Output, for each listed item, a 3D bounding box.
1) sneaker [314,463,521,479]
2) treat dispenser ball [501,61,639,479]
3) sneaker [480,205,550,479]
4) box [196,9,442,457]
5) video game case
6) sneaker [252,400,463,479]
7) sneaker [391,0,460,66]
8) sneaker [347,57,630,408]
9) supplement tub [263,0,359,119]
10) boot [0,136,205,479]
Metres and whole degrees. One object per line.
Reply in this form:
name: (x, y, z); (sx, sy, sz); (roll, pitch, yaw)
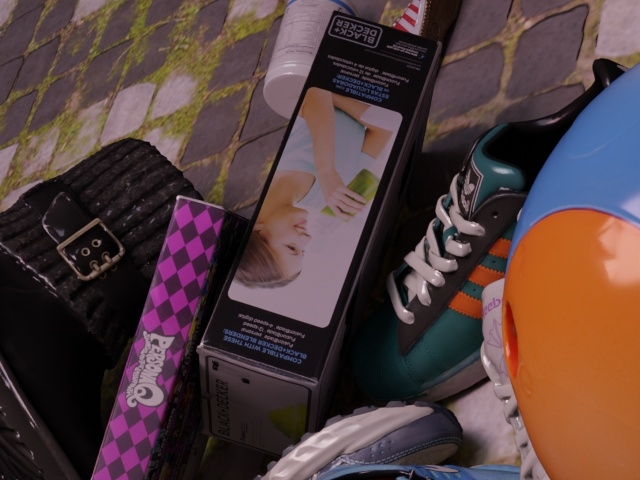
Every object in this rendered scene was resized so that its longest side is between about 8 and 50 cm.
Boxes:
sneaker: (0.067, 0.166, 1.004); (0.162, 0.073, 0.063); (-2, 79, 10)
treat dispenser ball: (0.229, 0.036, 0.775); (0.288, 0.288, 0.288); (-32, 37, 28)
sneaker: (0.139, 0.108, 0.941); (0.114, 0.152, 0.305); (-36, 32, 45)
box: (0.000, 0.000, 1.212); (0.169, 0.087, 0.290); (96, -167, -62)
video game case: (-0.099, 0.090, 1.198); (0.210, 0.042, 0.232); (23, -96, -83)
sneaker: (-0.009, 0.220, 1.094); (0.283, 0.110, 0.122); (-38, 64, 3)
sneaker: (0.076, -0.181, 1.416); (0.067, 0.042, 0.118); (-7, 55, 44)
sneaker: (0.117, -0.009, 1.119); (0.302, 0.121, 0.108); (-41, 33, 17)
supplement tub: (-0.007, -0.166, 1.481); (0.071, 0.071, 0.107); (-20, 44, 40)
boot: (-0.174, 0.086, 1.377); (0.260, 0.348, 0.131); (-23, -19, -27)
